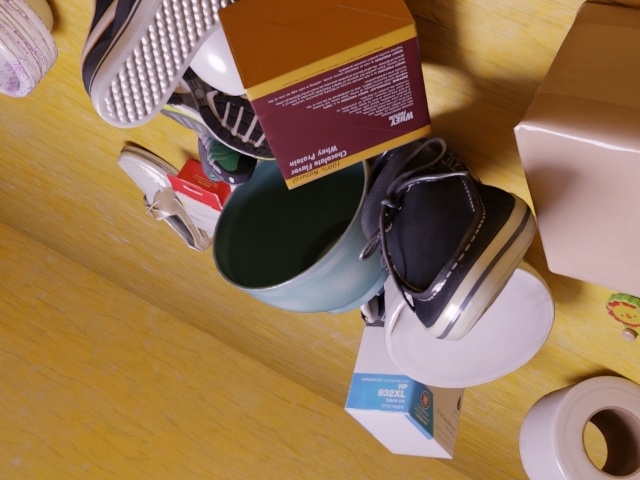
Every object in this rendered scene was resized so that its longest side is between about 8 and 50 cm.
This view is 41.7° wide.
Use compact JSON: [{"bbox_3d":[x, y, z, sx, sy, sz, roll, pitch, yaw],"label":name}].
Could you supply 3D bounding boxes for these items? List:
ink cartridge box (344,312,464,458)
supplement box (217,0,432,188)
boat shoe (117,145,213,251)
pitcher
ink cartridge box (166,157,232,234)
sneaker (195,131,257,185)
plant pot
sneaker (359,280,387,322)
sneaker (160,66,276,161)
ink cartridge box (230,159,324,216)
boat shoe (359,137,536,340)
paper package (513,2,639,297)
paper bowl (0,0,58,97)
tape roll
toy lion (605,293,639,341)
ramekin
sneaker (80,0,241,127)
[{"bbox_3d":[0.178,0.216,1.556,0.129,0.307,0.223,-4,146,32],"label":"ink cartridge box"},{"bbox_3d":[0.010,-0.191,0.974,0.194,0.191,0.129,66,-177,-58],"label":"supplement box"},{"bbox_3d":[-0.345,-0.092,1.914,0.302,0.103,0.113,40,159,-23],"label":"boat shoe"},{"bbox_3d":[-0.163,-0.294,1.119,0.178,0.125,0.207,-5,135,38],"label":"pitcher"},{"bbox_3d":[-0.227,-0.089,1.787,0.134,0.078,0.231,24,159,19],"label":"ink cartridge box"},{"bbox_3d":[-0.162,-0.130,1.454,0.223,0.083,0.098,-121,29,-54],"label":"sneaker"},{"bbox_3d":[0.000,0.000,1.369,0.293,0.293,0.196,11,156,45],"label":"plant pot"},{"bbox_3d":[0.066,0.076,1.508,0.235,0.153,0.094,-2,149,34],"label":"sneaker"},{"bbox_3d":[-0.172,-0.218,1.393,0.300,0.111,0.121,30,175,10],"label":"sneaker"},{"bbox_3d":[0.014,-0.002,1.631,0.385,0.091,0.308,29,161,9],"label":"ink cartridge box"},{"bbox_3d":[0.131,-0.023,1.023,0.156,0.186,0.500,31,-165,-8],"label":"boat shoe"},{"bbox_3d":[0.390,-0.056,0.835,0.325,0.168,0.309,18,156,31],"label":"paper package"},{"bbox_3d":[-0.588,-0.396,1.469,0.284,0.148,0.284,28,161,10],"label":"paper bowl"},{"bbox_3d":[0.524,0.391,1.602,0.246,0.246,0.169,31,160,2],"label":"tape roll"},{"bbox_3d":[0.498,0.120,1.311,0.100,0.034,0.096,9,143,47],"label":"toy lion"},{"bbox_3d":[0.226,0.100,1.345,0.273,0.127,0.272,-4,130,-5],"label":"ramekin"},{"bbox_3d":[-0.167,-0.287,0.960,0.126,0.321,0.127,33,-166,-49],"label":"sneaker"}]
